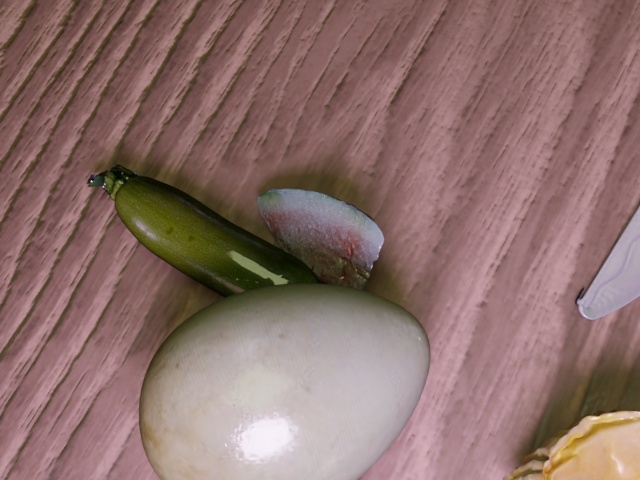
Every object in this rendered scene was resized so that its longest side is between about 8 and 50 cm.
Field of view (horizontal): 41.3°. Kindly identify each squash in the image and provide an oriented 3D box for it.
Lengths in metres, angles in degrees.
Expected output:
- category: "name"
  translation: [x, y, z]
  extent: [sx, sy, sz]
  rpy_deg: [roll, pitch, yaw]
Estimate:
- category: "squash"
  translation: [-0.141, -0.002, 0.973]
  extent: [0.331, 0.087, 0.087]
  rpy_deg: [31, 75, 18]

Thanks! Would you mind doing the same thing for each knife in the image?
- category: "knife"
  translation: [0.393, -0.045, 0.956]
  extent: [0.081, 0.043, 0.336]
  rpy_deg: [29, 81, 10]

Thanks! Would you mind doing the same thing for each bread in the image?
- category: "bread"
  translation: [0.283, 0.287, 0.777]
  extent: [0.179, 0.133, 0.250]
  rpy_deg: [-23, 68, -3]

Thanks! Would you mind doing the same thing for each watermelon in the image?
- category: "watermelon"
  translation: [0.003, -0.009, 0.968]
  extent: [0.180, 0.081, 0.094]
  rpy_deg: [39, 94, 35]

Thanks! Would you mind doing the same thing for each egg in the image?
- category: "egg"
  translation: [-0.030, 0.149, 0.829]
  extent: [0.295, 0.218, 0.218]
  rpy_deg: [-19, 67, -13]
